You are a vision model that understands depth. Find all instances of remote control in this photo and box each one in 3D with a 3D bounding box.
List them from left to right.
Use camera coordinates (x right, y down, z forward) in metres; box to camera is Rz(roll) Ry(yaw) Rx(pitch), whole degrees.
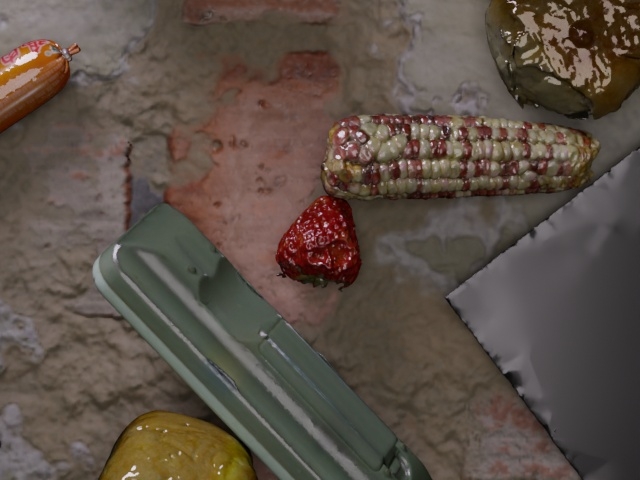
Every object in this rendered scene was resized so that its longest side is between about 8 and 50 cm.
[{"bbox_3d":[-0.040,0.110,1.474,0.335,0.128,0.065,46,123,-3],"label":"remote control"}]

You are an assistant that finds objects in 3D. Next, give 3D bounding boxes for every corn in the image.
[{"bbox_3d":[0.117,-0.069,1.503,0.237,0.079,0.079,0,92,-6],"label":"corn"}]

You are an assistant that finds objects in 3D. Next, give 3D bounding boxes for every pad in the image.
[{"bbox_3d":[0.310,0.118,1.544,0.248,0.007,0.367,-38,97,-1],"label":"pad"}]

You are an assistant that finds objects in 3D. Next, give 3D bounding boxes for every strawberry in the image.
[{"bbox_3d":[0.000,0.000,1.507,0.073,0.073,0.083,7,78,-3],"label":"strawberry"}]

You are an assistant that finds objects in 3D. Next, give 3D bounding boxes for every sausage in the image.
[{"bbox_3d":[-0.346,-0.066,1.490,0.348,0.053,0.053,-35,93,-2],"label":"sausage"}]

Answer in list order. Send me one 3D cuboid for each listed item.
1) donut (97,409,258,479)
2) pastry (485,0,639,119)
[{"bbox_3d":[-0.145,0.264,1.437,0.128,0.208,0.261,27,86,-3],"label":"donut"},{"bbox_3d":[0.212,-0.177,1.504,0.153,0.081,0.153,1,82,-6],"label":"pastry"}]
